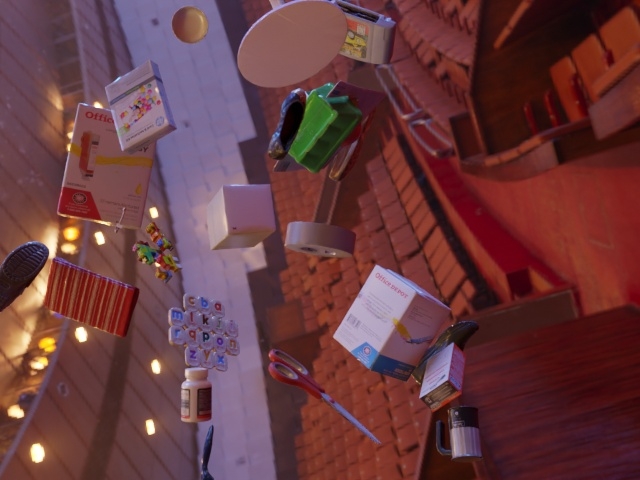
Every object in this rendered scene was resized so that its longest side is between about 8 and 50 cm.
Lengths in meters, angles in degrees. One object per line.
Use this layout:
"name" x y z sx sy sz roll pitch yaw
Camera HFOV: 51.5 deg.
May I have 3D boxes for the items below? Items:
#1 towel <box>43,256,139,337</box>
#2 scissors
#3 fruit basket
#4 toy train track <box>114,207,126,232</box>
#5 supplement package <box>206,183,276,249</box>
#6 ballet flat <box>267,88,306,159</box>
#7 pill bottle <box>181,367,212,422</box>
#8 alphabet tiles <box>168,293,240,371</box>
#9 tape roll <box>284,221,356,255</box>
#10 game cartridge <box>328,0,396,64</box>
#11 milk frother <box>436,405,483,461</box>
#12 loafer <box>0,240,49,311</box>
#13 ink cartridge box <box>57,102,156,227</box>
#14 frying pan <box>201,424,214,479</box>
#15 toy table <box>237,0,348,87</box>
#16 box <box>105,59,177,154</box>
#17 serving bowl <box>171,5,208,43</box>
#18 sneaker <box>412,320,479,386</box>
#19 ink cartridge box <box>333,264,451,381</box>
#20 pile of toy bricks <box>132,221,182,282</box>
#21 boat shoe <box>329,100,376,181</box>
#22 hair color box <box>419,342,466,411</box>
"towel" -0.700 0.176 2.024 0.031 0.275 0.198 -72 3 -62
"scissors" 0.010 0.331 1.429 0.297 0.021 0.109 33 -167 -1
"fruit basket" 0.026 -0.339 1.990 0.165 0.327 0.353 45 -156 9
"toy train track" -0.634 -0.065 2.091 0.014 0.083 0.048 22 177 -39
"supplement package" -0.174 -0.047 1.425 0.179 0.105 0.105 152 113 -67
"ballet flat" -0.057 -0.233 1.329 0.057 0.049 0.173 36 -119 -36
"pill bottle" -0.439 0.547 2.356 0.108 0.108 0.180 37 -128 -81
"alphabet tiles" -0.410 0.326 2.351 0.284 0.021 0.277 18 -131 -38
"tape roll" 0.000 0.000 2.085 0.219 0.219 0.072 49 -131 -78
"game cartridge" 0.098 -0.678 2.156 0.196 0.294 0.060 83 -149 -68
"milk frother" 0.401 0.539 1.820 0.143 0.129 0.134 20 -123 -30
"loafer" -0.867 0.107 1.871 0.094 0.251 0.087 41 162 -8
"ink cartridge box" -0.731 -0.251 2.297 0.160 0.280 0.384 176 104 -71
"frying pan" -0.251 0.563 1.385 0.326 0.053 0.197 -79 0 -70
"toy table" -0.071 -0.496 1.612 0.160 0.275 0.252 -97 -11 -60
"box" -0.439 -0.323 1.614 0.038 0.145 0.186 19 -131 -66
"serving bowl" -0.297 -0.492 1.519 0.027 0.084 0.083 -90 -17 -76
"sneaker" 0.413 0.373 2.150 0.109 0.286 0.130 16 -146 -55
"ink cartridge box" 0.190 0.218 1.752 0.168 0.232 0.171 26 -173 -41
"pile of toy bricks" -0.527 0.038 2.041 0.105 0.118 0.212 17 -149 -51
"boat shoe" 0.090 -0.359 2.317 0.123 0.117 0.324 72 -140 -75
"hair color box" 0.302 0.333 1.626 0.053 0.093 0.167 46 -152 -5
